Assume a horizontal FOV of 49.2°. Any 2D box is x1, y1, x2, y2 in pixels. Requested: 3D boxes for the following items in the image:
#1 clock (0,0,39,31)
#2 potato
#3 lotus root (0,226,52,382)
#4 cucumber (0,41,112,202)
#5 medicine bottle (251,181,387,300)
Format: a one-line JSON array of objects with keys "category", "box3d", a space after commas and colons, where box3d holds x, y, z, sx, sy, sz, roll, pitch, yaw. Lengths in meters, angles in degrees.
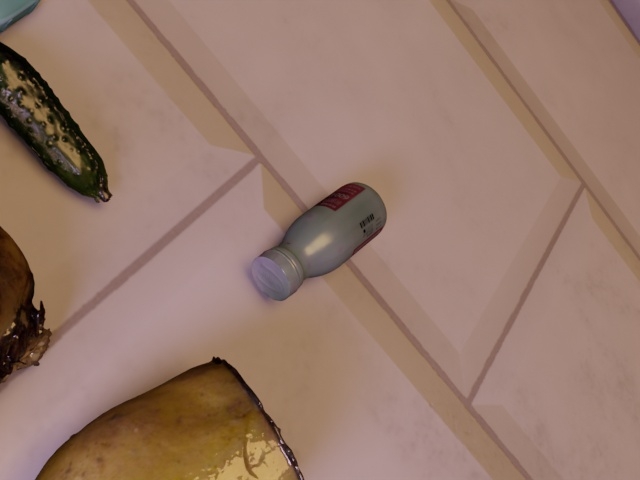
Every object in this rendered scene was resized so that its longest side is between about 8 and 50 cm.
[{"category": "clock", "box3d": [-0.406, -0.321, 0.815, 0.147, 0.045, 0.108, 48, 45, -19]}, {"category": "potato", "box3d": [-0.162, 0.260, 0.681, 0.265, 0.229, 0.229, -25, 87, -26]}, {"category": "lotus root", "box3d": [-0.382, 0.024, 0.632, 0.314, 0.141, 0.169, 41, 53, -16]}, {"category": "cucumber", "box3d": [-0.319, -0.134, 0.803, 0.227, 0.069, 0.069, 53, 49, -12]}, {"category": "medicine bottle", "box3d": [0.000, 0.000, 0.969, 0.216, 0.090, 0.090, -37, 95, -40]}]
